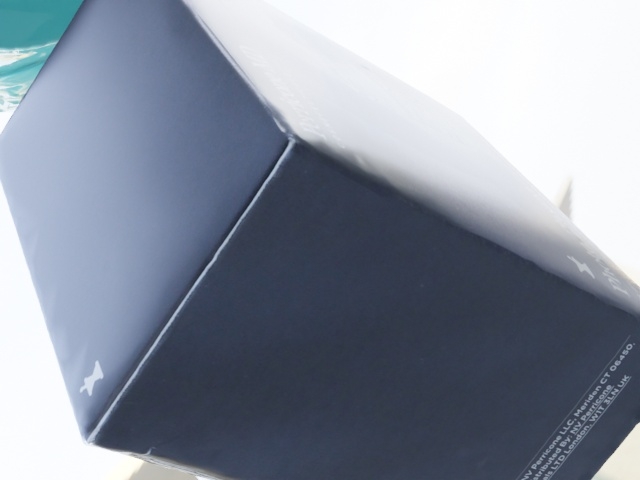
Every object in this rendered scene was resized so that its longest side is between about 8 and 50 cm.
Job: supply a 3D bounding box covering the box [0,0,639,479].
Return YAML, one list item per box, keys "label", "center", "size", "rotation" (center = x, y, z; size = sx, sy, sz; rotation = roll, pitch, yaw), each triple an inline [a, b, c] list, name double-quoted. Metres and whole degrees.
- label: "box"
  center: [0.000, 0.000, 0.690]
  size: [0.294, 0.296, 0.183]
  rotation: [23, -71, -35]

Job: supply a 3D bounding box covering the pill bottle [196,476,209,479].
- label: "pill bottle"
  center: [-0.108, 0.096, 1.158]
  size: [0.152, 0.152, 0.272]
  rotation: [-48, -56, -39]

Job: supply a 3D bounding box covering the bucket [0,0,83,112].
- label: "bucket"
  center: [-0.269, -0.256, 1.012]
  size: [0.281, 0.281, 0.183]
  rotation: [-61, 11, -11]
